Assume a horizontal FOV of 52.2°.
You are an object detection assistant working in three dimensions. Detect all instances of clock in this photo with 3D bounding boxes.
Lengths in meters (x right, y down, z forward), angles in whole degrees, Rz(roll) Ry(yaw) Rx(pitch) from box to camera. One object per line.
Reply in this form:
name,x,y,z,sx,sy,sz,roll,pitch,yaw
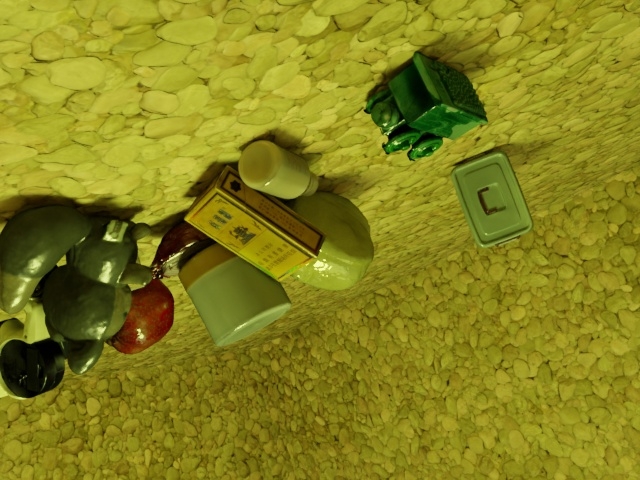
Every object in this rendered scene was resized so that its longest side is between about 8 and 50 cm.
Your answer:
clock,-0.800,0.228,1.722,0.276,0.379,0.120,2,-175,21

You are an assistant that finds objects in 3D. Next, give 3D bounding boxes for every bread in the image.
bread,-0.006,0.008,1.888,0.320,0.320,0.237,-4,140,-43

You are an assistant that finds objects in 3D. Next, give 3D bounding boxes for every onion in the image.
onion,-0.366,0.013,1.789,0.283,0.120,0.227,-23,163,-34

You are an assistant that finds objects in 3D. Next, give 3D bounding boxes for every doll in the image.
doll,-0.604,0.097,1.538,0.379,0.382,0.252,20,-178,-42

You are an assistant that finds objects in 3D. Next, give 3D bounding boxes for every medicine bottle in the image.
medicine bottle,-0.230,0.135,1.770,0.238,0.232,0.238,-28,169,-6
medicine bottle,-0.086,-0.157,1.557,0.114,0.114,0.252,-25,163,22

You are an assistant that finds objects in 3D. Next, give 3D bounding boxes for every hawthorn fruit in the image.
hawthorn fruit,-0.587,0.217,2.103,0.254,0.254,0.300,-27,-169,29

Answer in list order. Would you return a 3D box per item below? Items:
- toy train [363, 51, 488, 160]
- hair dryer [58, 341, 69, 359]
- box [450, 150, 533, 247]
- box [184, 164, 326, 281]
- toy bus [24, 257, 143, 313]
toy train,0.224,-0.282,1.437,0.202,0.145,0.266,-33,160,33
hair dryer,-0.877,0.275,2.166,0.107,0.189,0.352,-21,-169,-34
box,0.551,-0.128,2.129,0.193,0.294,0.167,-21,176,8
box,-0.163,-0.034,1.619,0.301,0.084,0.193,35,142,-17
toy bus,-0.684,0.129,1.886,0.342,0.097,0.138,-14,162,-19
